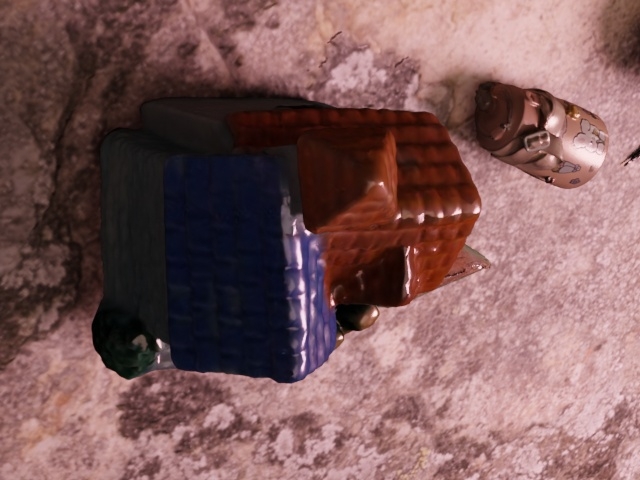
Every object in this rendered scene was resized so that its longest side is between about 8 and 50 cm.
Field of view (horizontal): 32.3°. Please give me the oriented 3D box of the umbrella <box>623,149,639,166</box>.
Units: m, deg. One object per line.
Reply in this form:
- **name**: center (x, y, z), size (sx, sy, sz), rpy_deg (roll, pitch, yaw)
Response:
- **umbrella**: center (0.422, -0.134, 1.328), size (0.149, 0.022, 0.022), rpy_deg (-30, 165, -4)

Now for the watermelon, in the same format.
- **watermelon**: center (0.115, 0.036, 1.204), size (0.155, 0.080, 0.101), rpy_deg (-17, 134, -42)

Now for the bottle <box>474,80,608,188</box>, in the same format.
- **bottle**: center (0.225, -0.114, 1.167), size (0.152, 0.099, 0.099), rpy_deg (18, 105, -36)

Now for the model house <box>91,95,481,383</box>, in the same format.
- **model house**: center (0.000, 0.000, 0.908), size (0.295, 0.329, 0.251), rpy_deg (-4, 95, -31)
